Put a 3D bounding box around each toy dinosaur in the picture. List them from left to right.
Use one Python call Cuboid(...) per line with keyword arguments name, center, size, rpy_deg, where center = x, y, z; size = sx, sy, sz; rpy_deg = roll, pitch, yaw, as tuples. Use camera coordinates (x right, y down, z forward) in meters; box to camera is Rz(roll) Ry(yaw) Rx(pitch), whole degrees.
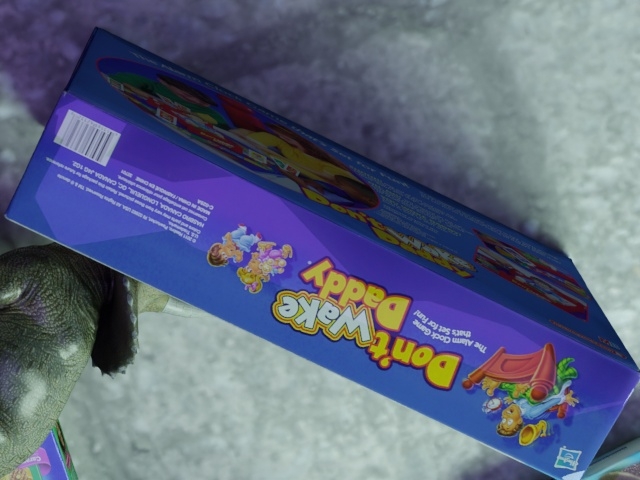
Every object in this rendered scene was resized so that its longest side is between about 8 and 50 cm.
Cuboid(name="toy dinosaur", center=(-0.213, 0.078, 1.172), size=(0.160, 0.121, 0.313), rpy_deg=(43, 85, 11))

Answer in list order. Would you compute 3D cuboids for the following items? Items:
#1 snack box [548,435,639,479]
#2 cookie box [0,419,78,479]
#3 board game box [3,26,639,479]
Cuboid(name="snack box", center=(0.253, 0.291, 1.260), size=(0.187, 0.060, 0.322), rpy_deg=(-27, 89, 5))
Cuboid(name="cookie box", center=(-0.206, 0.168, 1.257), size=(0.092, 0.040, 0.107), rpy_deg=(-16, 105, 2))
Cuboid(name="board game box", center=(0.000, 0.000, 1.120), size=(0.347, 0.233, 0.078), rpy_deg=(26, 102, -8))
